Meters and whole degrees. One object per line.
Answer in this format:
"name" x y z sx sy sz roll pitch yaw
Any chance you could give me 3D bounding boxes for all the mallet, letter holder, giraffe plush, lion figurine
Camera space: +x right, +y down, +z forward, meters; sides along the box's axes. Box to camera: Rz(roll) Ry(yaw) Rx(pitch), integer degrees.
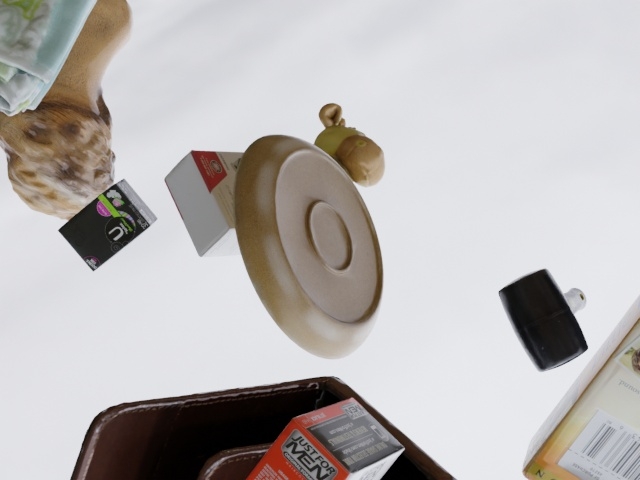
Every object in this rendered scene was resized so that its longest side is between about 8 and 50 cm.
"mallet" 0.163 0.041 0.727 0.039 0.062 0.190 -29 179 19
"letter holder" -0.065 0.266 0.705 0.214 0.301 0.152 0 -157 -37
"giraffe plush" 0.019 -0.084 1.427 0.210 0.181 0.170 31 -116 23
"lion figurine" -0.322 -0.229 1.316 0.142 0.240 0.392 -21 -134 64

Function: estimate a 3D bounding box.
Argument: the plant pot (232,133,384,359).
"plant pot" 0.000 0.000 1.033 0.032 0.236 0.236 -21 -158 30

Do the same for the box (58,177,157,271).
"box" -0.232 -0.017 1.135 0.083 0.062 0.052 -38 -172 7

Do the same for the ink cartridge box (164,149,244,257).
"ink cartridge box" -0.080 -0.040 1.076 0.135 0.099 0.056 -4 151 -49

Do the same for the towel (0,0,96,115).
"towel" -0.359 -0.332 1.030 0.090 0.321 0.374 130 -18 -60

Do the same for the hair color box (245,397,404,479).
"hair color box" -0.023 0.152 0.547 0.141 0.043 0.072 -53 159 16

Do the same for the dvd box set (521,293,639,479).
"dvd box set" 0.384 0.096 0.746 0.420 0.308 0.062 -63 173 29
